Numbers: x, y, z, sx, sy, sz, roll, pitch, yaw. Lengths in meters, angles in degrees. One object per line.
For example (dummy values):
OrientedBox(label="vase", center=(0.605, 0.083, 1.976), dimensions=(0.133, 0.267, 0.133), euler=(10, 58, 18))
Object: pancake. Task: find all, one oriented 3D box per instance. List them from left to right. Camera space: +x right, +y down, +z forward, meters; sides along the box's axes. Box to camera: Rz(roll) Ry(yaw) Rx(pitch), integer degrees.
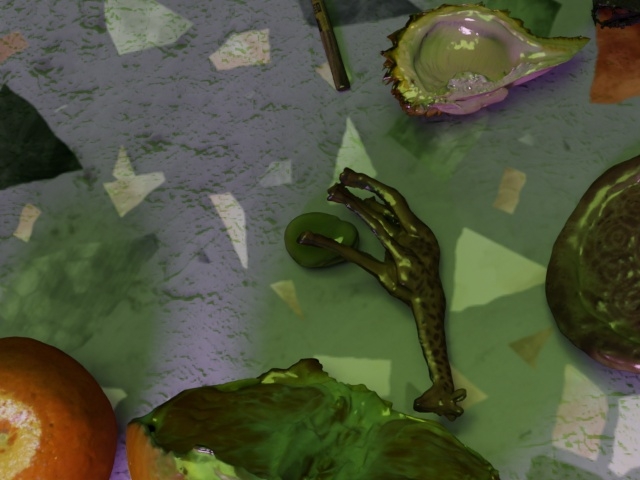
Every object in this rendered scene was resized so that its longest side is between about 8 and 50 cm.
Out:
OrientedBox(label="pancake", center=(0.332, 0.012, 1.035), dimensions=(0.250, 0.031, 0.250), euler=(-19, 53, 27))

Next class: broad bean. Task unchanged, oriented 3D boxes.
OrientedBox(label="broad bean", center=(0.000, 0.000, 1.150), dimensions=(0.083, 0.045, 0.063), euler=(6, 71, 23))

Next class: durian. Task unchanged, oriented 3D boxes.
OrientedBox(label="durian", center=(0.175, -0.185, 1.162), dimensions=(0.224, 0.078, 0.140), euler=(-5, 57, 0))

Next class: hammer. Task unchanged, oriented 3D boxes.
OrientedBox(label="hammer", center=(0.006, -0.252, 1.253), dimensions=(0.062, 0.017, 0.182), euler=(-19, 69, 6))

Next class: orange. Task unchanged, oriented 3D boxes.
OrientedBox(label="orange", center=(-0.310, 0.209, 1.080), dimensions=(0.224, 0.170, 0.224), euler=(2, 78, -8))
OrientedBox(label="orange", center=(-0.017, 0.227, 0.959), dimensions=(0.334, 0.262, 0.196), euler=(22, 94, 11))

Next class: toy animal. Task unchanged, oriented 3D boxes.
OrientedBox(label="toy animal", center=(0.081, 0.046, 1.086), dimensions=(0.054, 0.149, 0.276), euler=(-43, 75, 44))

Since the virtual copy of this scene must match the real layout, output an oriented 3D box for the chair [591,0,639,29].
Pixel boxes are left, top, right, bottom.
OrientedBox(label="chair", center=(0.384, -0.260, 1.104), dimensions=(0.213, 0.149, 0.174), euler=(35, 83, 26))
